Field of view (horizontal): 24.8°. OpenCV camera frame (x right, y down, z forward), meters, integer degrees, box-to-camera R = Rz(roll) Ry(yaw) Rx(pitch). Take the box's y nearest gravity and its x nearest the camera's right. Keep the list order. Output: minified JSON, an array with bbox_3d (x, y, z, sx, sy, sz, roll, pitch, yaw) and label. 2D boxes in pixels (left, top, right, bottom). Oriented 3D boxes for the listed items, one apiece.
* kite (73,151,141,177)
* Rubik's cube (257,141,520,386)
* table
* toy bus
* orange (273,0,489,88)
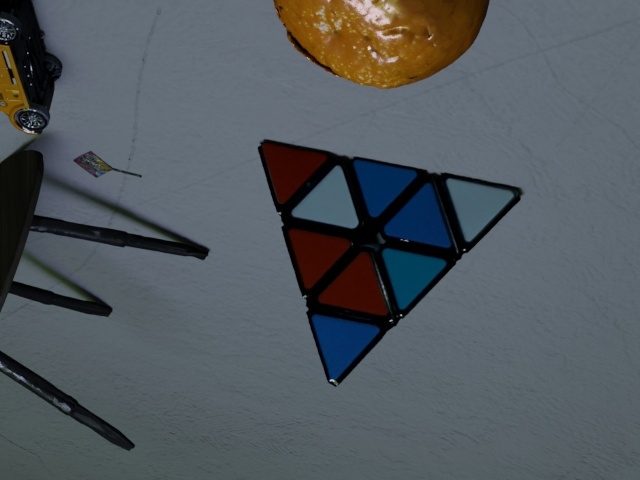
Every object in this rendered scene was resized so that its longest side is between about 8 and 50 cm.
[{"bbox_3d":[-0.247,-0.080,1.671,0.078,0.002,0.044,26,145,-10],"label":"kite"},{"bbox_3d":[0.000,0.000,1.541,0.234,0.250,0.284,45,146,-4],"label":"Rubik's cube"},{"bbox_3d":[-0.300,0.067,1.728,0.249,0.317,0.317,23,147,-30],"label":"table"},{"bbox_3d":[-0.323,-0.195,1.469,0.088,0.083,0.194,2,143,6],"label":"toy bus"},{"bbox_3d":[0.052,-0.223,1.204,0.193,0.161,0.193,19,148,12],"label":"orange"}]
